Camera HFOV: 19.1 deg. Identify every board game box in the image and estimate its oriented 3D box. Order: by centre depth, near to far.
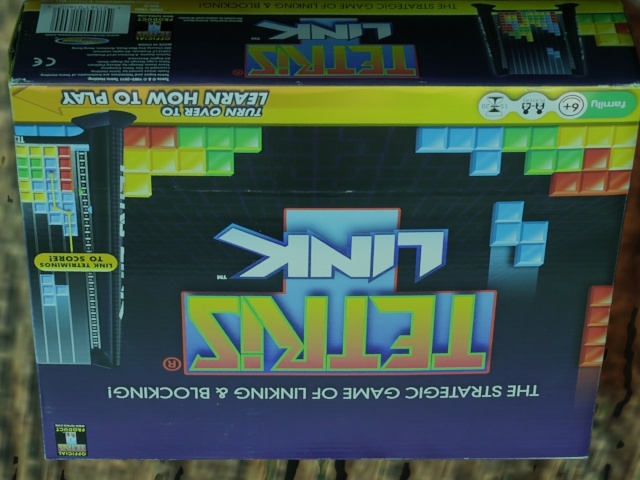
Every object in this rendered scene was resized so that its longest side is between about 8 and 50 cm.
[{"bbox_3d":[0.000,0.000,0.555,0.170,0.048,0.141,0,127,-1],"label":"board game box"}]
